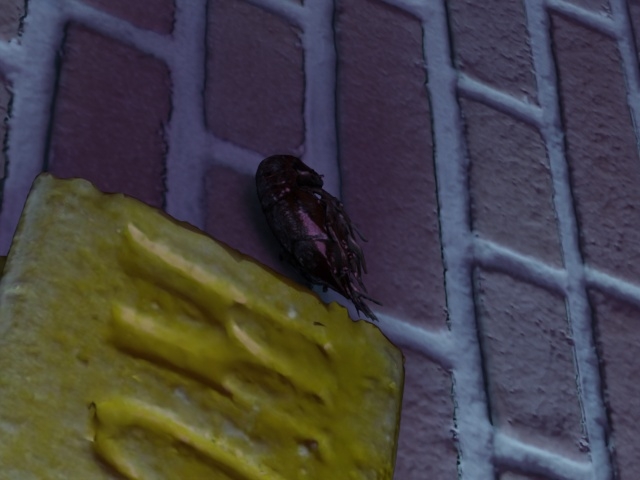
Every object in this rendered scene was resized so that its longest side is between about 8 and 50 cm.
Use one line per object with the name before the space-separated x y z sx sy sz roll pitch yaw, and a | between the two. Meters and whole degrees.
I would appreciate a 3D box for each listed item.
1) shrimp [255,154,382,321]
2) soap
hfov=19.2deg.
shrimp | 0.000 0.000 1.468 0.065 0.056 0.165 -15 66 -53
soap | -0.108 0.153 1.163 0.293 0.156 0.335 32 40 -17
